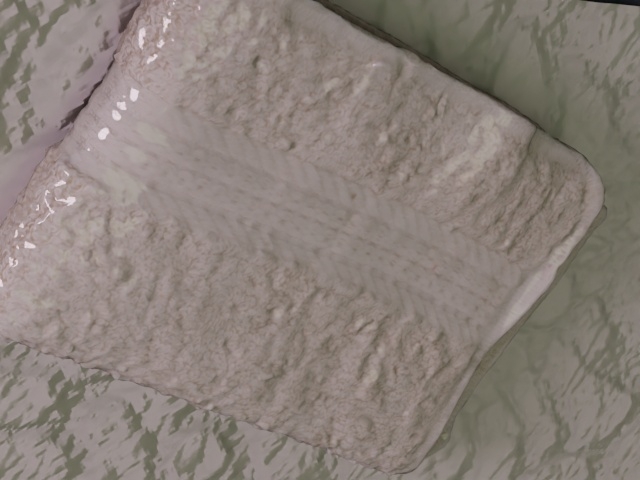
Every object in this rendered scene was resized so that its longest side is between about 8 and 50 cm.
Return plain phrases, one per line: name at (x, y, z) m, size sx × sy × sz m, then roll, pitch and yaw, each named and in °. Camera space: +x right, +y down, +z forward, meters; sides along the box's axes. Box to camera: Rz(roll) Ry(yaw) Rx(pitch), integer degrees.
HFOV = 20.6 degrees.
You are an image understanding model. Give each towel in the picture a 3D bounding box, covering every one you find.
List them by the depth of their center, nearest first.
towel at (0.000, 0.000, 0.770) m, size 0.282 × 0.049 × 0.187 m, roll 23°, pitch 106°, yaw -42°

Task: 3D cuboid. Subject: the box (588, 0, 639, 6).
box at (0.012, -0.223, 0.415) m, size 0.395 × 0.212 × 0.293 m, roll 0°, pitch 160°, yaw -33°
